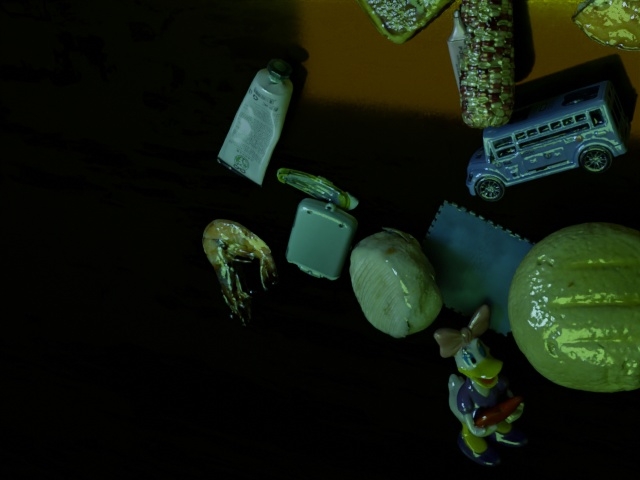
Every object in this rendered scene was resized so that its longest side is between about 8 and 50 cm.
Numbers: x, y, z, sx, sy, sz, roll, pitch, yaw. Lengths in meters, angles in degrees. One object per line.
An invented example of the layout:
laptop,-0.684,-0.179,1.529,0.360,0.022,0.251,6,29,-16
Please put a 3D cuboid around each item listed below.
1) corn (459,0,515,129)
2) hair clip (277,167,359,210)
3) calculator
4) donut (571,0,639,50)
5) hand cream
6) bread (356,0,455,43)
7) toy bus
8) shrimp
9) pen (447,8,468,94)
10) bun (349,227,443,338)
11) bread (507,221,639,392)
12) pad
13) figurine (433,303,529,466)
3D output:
corn,0.281,-0.334,1.361,0.098,0.098,0.290,2,107,26
hair clip,-0.007,-0.111,1.744,0.188,0.033,0.060,26,133,0
calculator,0.000,0.000,1.794,0.141,0.045,0.246,22,139,6
donut,0.512,-0.387,1.244,0.141,0.085,0.217,47,132,-11
hand cream,-0.134,-0.244,1.700,0.121,0.076,0.336,36,138,6
bread,0.129,-0.465,1.376,0.181,0.096,0.222,-30,106,36
toy bus,0.390,-0.178,1.433,0.292,0.125,0.133,-15,115,33
shrimp,-0.178,0.073,1.953,0.178,0.075,0.289,-10,105,29
pen,0.265,-0.323,1.451,0.053,0.032,0.197,-2,124,28
bun,0.164,0.086,1.716,0.239,0.141,0.239,35,134,46
bread,0.509,0.123,1.478,0.320,0.320,0.237,11,159,20
pad,0.335,0.064,1.715,0.269,0.012,0.270,28,131,6
figurine,0.360,0.337,1.815,0.193,0.154,0.421,48,159,42
